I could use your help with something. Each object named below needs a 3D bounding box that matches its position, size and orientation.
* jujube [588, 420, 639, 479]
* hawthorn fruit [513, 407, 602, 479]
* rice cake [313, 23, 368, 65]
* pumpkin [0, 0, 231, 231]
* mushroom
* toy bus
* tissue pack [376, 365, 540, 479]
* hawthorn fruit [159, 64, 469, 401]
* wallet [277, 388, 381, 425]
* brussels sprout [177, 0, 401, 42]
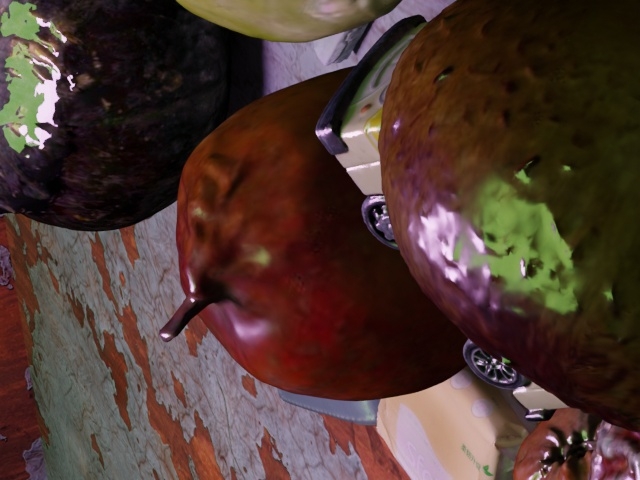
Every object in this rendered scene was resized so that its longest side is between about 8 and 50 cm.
[{"bbox_3d":[0.312,0.164,1.199,0.317,0.226,0.226,-177,71,-70],"label":"jujube"},{"bbox_3d":[0.242,0.207,1.556,0.189,0.149,0.149,33,-158,-55],"label":"hawthorn fruit"},{"bbox_3d":[0.024,-0.275,1.825,0.127,0.043,0.237,67,158,13],"label":"rice cake"},{"bbox_3d":[-0.291,-0.228,2.235,0.454,0.344,0.454,18,113,49],"label":"pumpkin"},{"bbox_3d":[0.189,-0.023,1.092,0.331,0.334,0.356,34,148,0],"label":"mushroom"},{"bbox_3d":[0.156,-0.022,1.373,0.179,0.143,0.305,-9,125,50],"label":"toy bus"},{"bbox_3d":[0.137,0.183,1.821,0.222,0.090,0.186,52,149,42],"label":"tissue pack"},{"bbox_3d":[0.015,-0.008,1.674,0.308,0.324,0.308,-40,42,50],"label":"hawthorn fruit"},{"bbox_3d":[-0.017,0.029,2.110,0.252,0.083,0.360,1,105,62],"label":"wallet"},{"bbox_3d":[-0.035,-0.324,1.604,0.247,0.328,0.328,-96,7,-48],"label":"brussels sprout"}]
